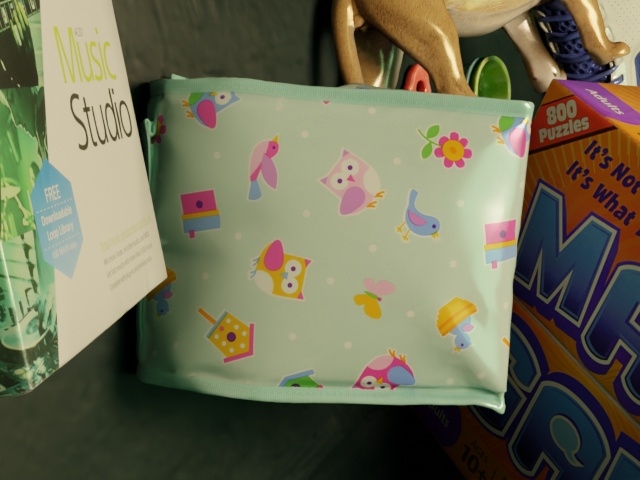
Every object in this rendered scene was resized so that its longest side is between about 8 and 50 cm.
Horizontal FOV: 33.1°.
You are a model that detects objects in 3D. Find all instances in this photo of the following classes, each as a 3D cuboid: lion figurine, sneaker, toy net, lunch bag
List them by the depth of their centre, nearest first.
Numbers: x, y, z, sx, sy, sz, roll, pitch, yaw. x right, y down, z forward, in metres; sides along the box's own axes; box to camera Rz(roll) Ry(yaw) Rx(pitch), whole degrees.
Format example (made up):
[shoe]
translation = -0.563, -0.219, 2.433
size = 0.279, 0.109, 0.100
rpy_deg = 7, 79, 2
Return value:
[lunch bag]
translation = 0.000, 0.000, 0.759
size = 0.160, 0.262, 0.223
rpy_deg = -121, -145, -85
[lion figurine]
translation = 0.125, -0.222, 0.945
size = 0.392, 0.142, 0.240
rpy_deg = -32, 97, -39
[toy net]
translation = 0.114, -0.085, 1.022
size = 0.122, 0.045, 0.232
rpy_deg = 38, 64, -48
[sneaker]
translation = 0.311, -0.201, 1.199
size = 0.315, 0.127, 0.182
rpy_deg = 34, 65, -50

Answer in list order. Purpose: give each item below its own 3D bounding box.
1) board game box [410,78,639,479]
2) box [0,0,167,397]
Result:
[board game box]
translation = 0.360, 0.109, 0.935
size = 0.356, 0.356, 0.356
rpy_deg = -1, 125, -33
[box]
translation = -0.159, -0.107, 0.544
size = 0.232, 0.058, 0.322
rpy_deg = -61, 141, -78
